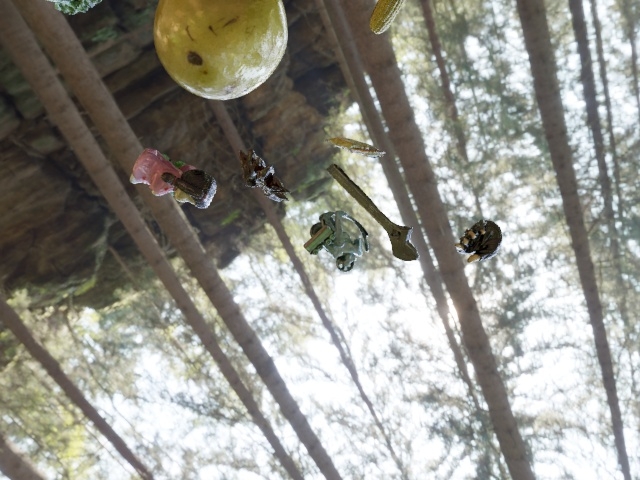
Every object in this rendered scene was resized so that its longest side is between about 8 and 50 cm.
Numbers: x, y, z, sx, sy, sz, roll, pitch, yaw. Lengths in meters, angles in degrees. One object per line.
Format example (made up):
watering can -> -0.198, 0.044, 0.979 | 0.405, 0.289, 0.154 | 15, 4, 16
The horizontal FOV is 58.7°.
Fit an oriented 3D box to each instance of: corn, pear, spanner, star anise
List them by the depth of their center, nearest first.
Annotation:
spanner -> 0.131, -0.072, 1.420 | 0.026, 0.325, 0.093 | -32, 165, -46
pear -> -0.256, -0.544, 1.477 | 0.348, 0.348, 0.348 | -19, -150, 12
corn -> 0.200, -0.674, 1.594 | 0.203, 0.072, 0.072 | -56, -177, 46
star anise -> -0.219, -0.218, 2.065 | 0.102, 0.272, 0.272 | -42, -147, -13

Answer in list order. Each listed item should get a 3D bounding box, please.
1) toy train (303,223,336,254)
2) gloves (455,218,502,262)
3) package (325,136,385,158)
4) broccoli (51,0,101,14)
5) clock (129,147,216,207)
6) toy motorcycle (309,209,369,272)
toy train -> 0.000, 0.000, 2.335 | 0.148, 0.071, 0.038 | -41, -164, 14
gloves -> 0.583, 0.001, 2.130 | 0.203, 0.164, 0.124 | -1, 172, -19
package -> 0.087, -0.237, 1.440 | 0.108, 0.031, 0.121 | 4, -162, -35
broccoli -> -0.733, -0.788, 1.629 | 0.265, 0.294, 0.245 | 29, -142, 9
clock -> -0.354, -0.151, 1.417 | 0.100, 0.196, 0.194 | -63, -172, 5
toy motorcycle -> 0.089, -0.010, 2.421 | 0.206, 0.260, 0.154 | -44, -172, -10
